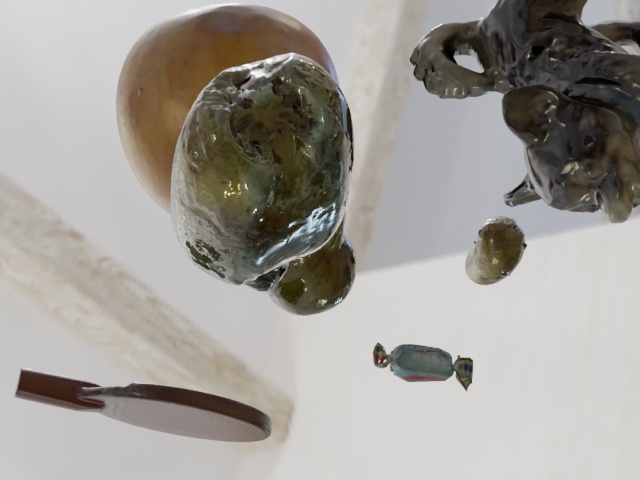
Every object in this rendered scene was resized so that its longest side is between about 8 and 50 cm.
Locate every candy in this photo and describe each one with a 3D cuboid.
[{"bbox_3d":[0.077,0.094,1.020,0.083,0.020,0.030,9,-112,-22],"label":"candy"}]

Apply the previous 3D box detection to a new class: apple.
[{"bbox_3d":[-0.115,-0.153,1.777,0.299,0.299,0.275,13,-118,-49],"label":"apple"}]

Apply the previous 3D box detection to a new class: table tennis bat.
[{"bbox_3d":[-0.209,0.202,1.656,0.310,0.200,0.038,13,-110,-9],"label":"table tennis bat"}]

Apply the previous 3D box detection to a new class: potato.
[{"bbox_3d":[0.243,0.016,1.918,0.070,0.138,0.092,27,-106,6],"label":"potato"}]

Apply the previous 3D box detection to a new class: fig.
[{"bbox_3d":[0.000,0.000,1.714,0.124,0.236,0.124,9,-128,-12],"label":"fig"}]

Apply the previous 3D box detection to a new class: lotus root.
[{"bbox_3d":[-0.035,-0.029,0.794,0.113,0.192,0.088,-34,-110,-20],"label":"lotus root"}]

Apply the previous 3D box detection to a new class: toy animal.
[{"bbox_3d":[0.275,-0.153,1.562,0.194,0.302,0.344,72,-177,-54],"label":"toy animal"}]
